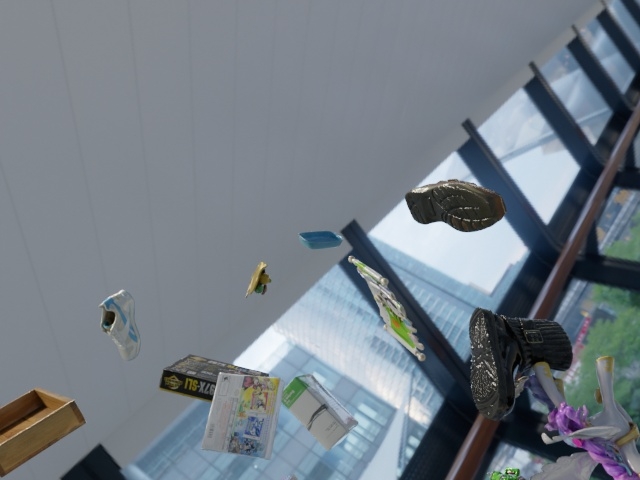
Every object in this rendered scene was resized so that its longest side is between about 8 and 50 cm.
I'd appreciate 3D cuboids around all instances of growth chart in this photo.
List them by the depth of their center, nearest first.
[{"bbox_3d":[0.150,0.149,1.176,0.021,0.172,0.237,-33,-65,-13],"label":"growth chart"}]

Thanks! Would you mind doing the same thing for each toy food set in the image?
[{"bbox_3d":[-0.246,0.172,2.244,0.218,0.071,0.128,133,153,-63],"label":"toy food set"}]

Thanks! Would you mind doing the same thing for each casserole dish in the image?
[{"bbox_3d":[0.000,0.000,2.107,0.189,0.114,0.036,-5,-66,-35],"label":"casserole dish"}]

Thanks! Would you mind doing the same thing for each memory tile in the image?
[{"bbox_3d":[0.565,0.457,1.620,0.113,0.012,0.148,-16,-38,-10],"label":"memory tile"}]

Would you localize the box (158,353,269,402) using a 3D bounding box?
[{"bbox_3d":[-0.367,0.496,1.899,0.257,0.323,0.079,20,-98,-84],"label":"box"}]

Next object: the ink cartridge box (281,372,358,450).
[{"bbox_3d":[-0.006,0.681,2.153,0.121,0.289,0.211,-49,-20,4],"label":"ink cartridge box"}]

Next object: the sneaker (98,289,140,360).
[{"bbox_3d":[-0.607,0.266,1.615,0.092,0.088,0.228,-31,-55,-51],"label":"sneaker"}]

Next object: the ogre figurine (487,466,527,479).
[{"bbox_3d":[0.566,0.707,1.533,0.197,0.118,0.096,11,-98,-24],"label":"ogre figurine"}]

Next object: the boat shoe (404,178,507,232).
[{"bbox_3d":[0.335,-0.103,1.310,0.120,0.324,0.122,-26,-73,-19],"label":"boat shoe"}]

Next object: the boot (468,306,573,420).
[{"bbox_3d":[0.555,0.339,1.460,0.131,0.261,0.347,110,173,-48],"label":"boot"}]

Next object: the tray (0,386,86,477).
[{"bbox_3d":[-0.780,0.486,1.406,0.203,0.411,0.076,-31,-79,-38],"label":"tray"}]

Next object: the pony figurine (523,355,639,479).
[{"bbox_3d":[0.647,0.465,1.298,0.363,0.352,0.302,-100,9,-51],"label":"pony figurine"}]

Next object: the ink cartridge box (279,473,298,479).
[{"bbox_3d":[-0.146,1.104,1.978,0.151,0.270,0.395,-38,-3,22],"label":"ink cartridge box"}]

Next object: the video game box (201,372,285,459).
[{"bbox_3d":[-0.202,0.461,1.423,0.048,0.187,0.205,53,-138,-55],"label":"video game box"}]
